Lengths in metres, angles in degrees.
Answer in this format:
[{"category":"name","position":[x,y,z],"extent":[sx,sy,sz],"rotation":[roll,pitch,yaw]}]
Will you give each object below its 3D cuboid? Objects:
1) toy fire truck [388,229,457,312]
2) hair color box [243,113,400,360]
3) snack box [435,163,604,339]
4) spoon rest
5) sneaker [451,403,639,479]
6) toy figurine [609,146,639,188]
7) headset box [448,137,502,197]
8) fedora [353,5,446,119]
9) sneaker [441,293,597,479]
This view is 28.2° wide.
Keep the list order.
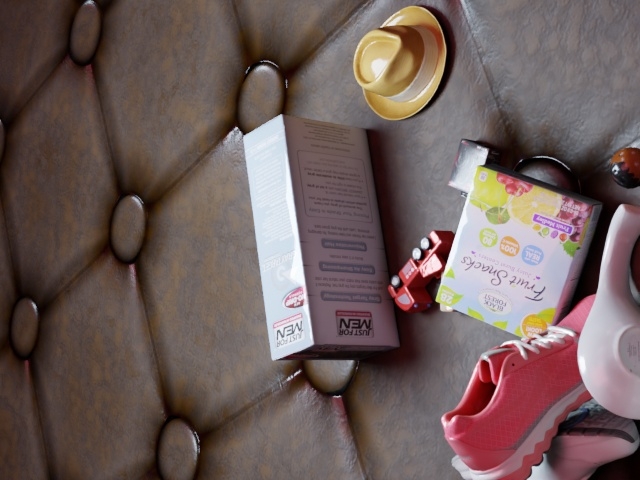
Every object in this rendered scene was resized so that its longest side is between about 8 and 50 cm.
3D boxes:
[{"category":"toy fire truck","position":[0.190,0.059,1.919],"extent":[0.192,0.047,0.135],"rotation":[-54,50,33]},{"category":"hair color box","position":[0.000,0.000,2.044],"extent":[0.113,0.185,0.375],"rotation":[-25,67,46]},{"category":"snack box","position":[0.274,0.018,1.763],"extent":[0.174,0.070,0.207],"rotation":[22,106,26]},{"category":"spoon rest","position":[0.393,0.095,1.622],"extent":[0.084,0.137,0.276],"rotation":[123,156,-64]},{"category":"sneaker","position":[0.316,0.306,1.722],"extent":[0.297,0.111,0.129],"rotation":[-28,85,47]},{"category":"toy figurine","position":[0.445,-0.033,1.495],"extent":[0.148,0.209,0.213],"rotation":[-30,62,33]},{"category":"headset box","position":[0.229,-0.104,1.900],"extent":[0.062,0.032,0.083],"rotation":[29,107,48]},{"category":"fedora","position":[0.112,-0.286,2.022],"extent":[0.194,0.079,0.194],"rotation":[-7,81,49]},{"category":"sneaker","position":[0.276,0.169,1.640],"extent":[0.314,0.136,0.116],"rotation":[-49,19,-17]}]
